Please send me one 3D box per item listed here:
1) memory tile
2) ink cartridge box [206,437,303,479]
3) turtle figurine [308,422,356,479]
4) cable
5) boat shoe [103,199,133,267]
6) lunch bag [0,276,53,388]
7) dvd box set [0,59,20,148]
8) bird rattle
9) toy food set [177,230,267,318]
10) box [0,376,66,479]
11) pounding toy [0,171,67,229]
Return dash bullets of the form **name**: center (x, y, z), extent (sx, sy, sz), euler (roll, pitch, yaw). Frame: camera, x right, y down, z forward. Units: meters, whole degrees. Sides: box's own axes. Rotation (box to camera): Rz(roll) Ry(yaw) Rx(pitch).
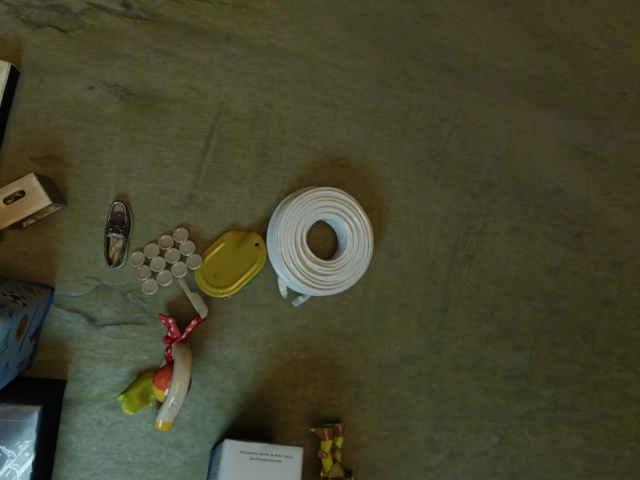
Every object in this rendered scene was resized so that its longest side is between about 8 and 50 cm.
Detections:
- **memory tile**: center (-0.348, 0.044, 1.129), extent (0.147, 0.012, 0.113), euler (-30, 72, -9)
- **ink cartridge box**: center (-0.158, 0.621, 0.994), extent (0.166, 0.285, 0.395), euler (11, 62, -13)
- **turtle figurine**: center (0.017, 0.542, 1.158), extent (0.269, 0.087, 0.218), euler (12, 71, -47)
- **cable**: center (0.000, 0.000, 1.168), extent (0.256, 0.089, 0.257), euler (-23, 96, -22)
- **boat shoe**: center (-0.448, -0.013, 1.108), extent (0.056, 0.049, 0.153), euler (1, 91, -12)
- **lunch bag**: center (-0.754, 0.161, 0.906), extent (0.385, 0.328, 0.239), euler (17, 88, -14)
- **dvd box set**: center (-0.870, -0.267, 1.004), extent (0.419, 0.062, 0.308), euler (13, 89, -13)
- **bird rattle**: center (-0.312, 0.285, 1.077), extent (0.143, 0.207, 0.254), euler (29, 95, -29)
- **toy food set**: center (-0.215, 0.072, 1.158), extent (0.218, 0.071, 0.128), euler (-42, 72, -12)
- **box**: center (-0.727, 0.439, 0.992), extent (0.342, 0.179, 0.313), euler (7, 88, -13)
- **pounding toy**: center (-0.628, -0.084, 1.026), extent (0.141, 0.130, 0.100), euler (-30, 97, -10)
